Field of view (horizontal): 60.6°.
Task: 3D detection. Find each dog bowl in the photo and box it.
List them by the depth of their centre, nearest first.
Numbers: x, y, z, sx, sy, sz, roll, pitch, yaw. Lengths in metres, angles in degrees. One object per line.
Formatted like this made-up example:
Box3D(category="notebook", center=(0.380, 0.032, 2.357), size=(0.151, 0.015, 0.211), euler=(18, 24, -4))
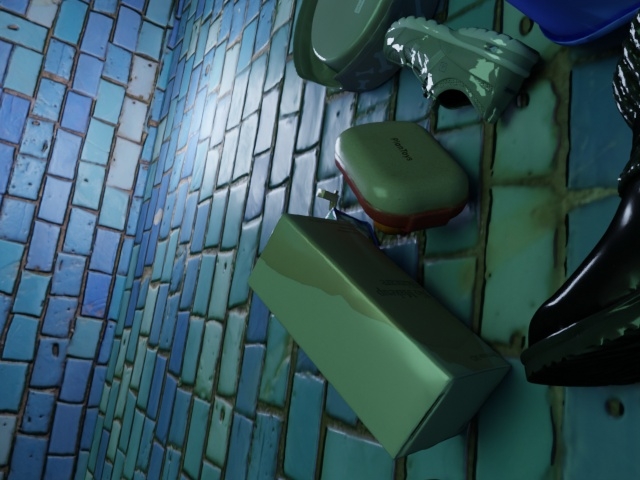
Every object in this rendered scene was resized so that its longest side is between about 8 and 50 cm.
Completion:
Box3D(category="dog bowl", center=(0.082, -0.433, 1.002), size=(0.349, 0.102, 0.348), euler=(-29, 54, 50))

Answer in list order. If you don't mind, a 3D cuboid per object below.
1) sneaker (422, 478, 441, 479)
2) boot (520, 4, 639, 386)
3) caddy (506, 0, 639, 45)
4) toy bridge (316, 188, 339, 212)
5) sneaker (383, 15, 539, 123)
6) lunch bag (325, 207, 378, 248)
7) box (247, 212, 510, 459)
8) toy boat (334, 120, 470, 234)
Box3D(category="sneaker", center=(0.100, 0.381, 0.652), size=(0.192, 0.064, 0.086), euler=(-59, 30, 19))
Box3D(category="boot", center=(0.288, -0.039, 0.475), size=(0.348, 0.131, 0.260), euler=(126, 151, -46))
Box3D(category="caddy", center=(0.311, -0.339, 0.522), size=(0.341, 0.179, 0.241), euler=(-17, 54, 68))
Box3D(category="toy bridge", center=(0.000, 0.000, 0.978), size=(0.026, 0.063, 0.188), euler=(24, 96, 58))
Box3D(category="sneaker", center=(0.167, -0.243, 0.781), size=(0.281, 0.105, 0.115), euler=(42, 113, 56))
Box3D(category="lunch bag", center=(0.032, 0.046, 0.878), size=(0.128, 0.096, 0.151), euler=(-55, 27, 28))
Box3D(category="box", center=(0.060, 0.102, 0.688), size=(0.311, 0.148, 0.121), euler=(43, 114, 35))
Box3D(category="toy boat", center=(0.107, -0.074, 0.800), size=(0.231, 0.151, 0.151), euler=(-115, 20, -47))
